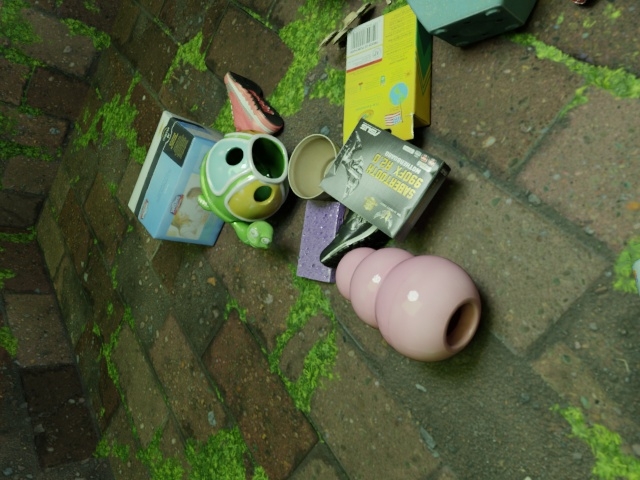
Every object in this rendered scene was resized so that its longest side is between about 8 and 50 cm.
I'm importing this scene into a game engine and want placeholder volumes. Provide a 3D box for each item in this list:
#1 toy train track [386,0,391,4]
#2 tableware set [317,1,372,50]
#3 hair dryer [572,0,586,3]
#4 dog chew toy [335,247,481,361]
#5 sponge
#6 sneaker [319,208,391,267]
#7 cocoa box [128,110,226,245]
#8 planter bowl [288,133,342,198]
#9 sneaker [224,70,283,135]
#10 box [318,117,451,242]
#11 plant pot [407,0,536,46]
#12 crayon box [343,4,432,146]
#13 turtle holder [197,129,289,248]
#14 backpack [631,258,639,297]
[{"bbox_3d":[0.164,-0.636,1.152,0.048,0.014,0.083,-27,72,28],"label":"toy train track"},{"bbox_3d":[0.064,-0.544,1.151,0.020,0.168,0.141,48,130,-11],"label":"tableware set"},{"bbox_3d":[0.455,-0.569,0.775,0.224,0.080,0.293,-11,108,7],"label":"hair dryer"},{"bbox_3d":[0.156,0.108,0.933,0.332,0.207,0.206,24,100,48],"label":"dog chew toy"},{"bbox_3d":[0.000,0.000,1.190,0.117,0.031,0.209,6,87,42],"label":"sponge"},{"bbox_3d":[0.105,-0.046,1.067,0.283,0.107,0.124,-37,57,21],"label":"sneaker"},{"bbox_3d":[-0.422,-0.190,1.455,0.228,0.232,0.347,39,109,37],"label":"cocoa box"},{"bbox_3d":[0.011,-0.178,1.154,0.162,0.109,0.161,-7,80,40],"label":"planter bowl"},{"bbox_3d":[-0.242,-0.409,1.408,0.136,0.116,0.313,-50,55,26],"label":"sneaker"},{"bbox_3d":[0.130,-0.133,0.965,0.231,0.056,0.183,39,101,33],"label":"box"},{"bbox_3d":[0.294,-0.535,0.881,0.247,0.248,0.252,-2,94,41],"label":"plant pot"},{"bbox_3d":[0.156,-0.368,1.073,0.202,0.081,0.318,-1,82,42],"label":"crayon box"},{"bbox_3d":[-0.202,-0.153,1.220,0.227,0.243,0.320,-24,40,51],"label":"turtle holder"},{"bbox_3d":[0.542,0.064,0.612,0.188,0.166,0.144,-13,66,42],"label":"backpack"}]
